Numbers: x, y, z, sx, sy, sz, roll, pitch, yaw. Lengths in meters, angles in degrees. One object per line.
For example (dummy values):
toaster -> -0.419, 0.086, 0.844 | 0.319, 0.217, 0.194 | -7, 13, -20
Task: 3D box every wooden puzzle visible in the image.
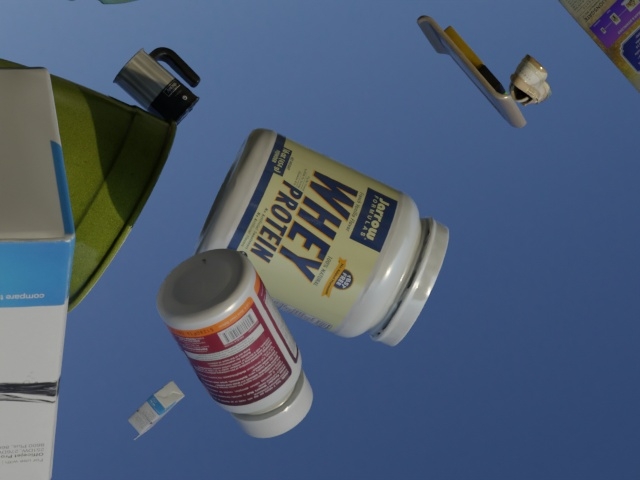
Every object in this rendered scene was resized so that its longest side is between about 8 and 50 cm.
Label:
wooden puzzle -> 0.293, -0.322, 2.664 | 0.044, 0.221, 0.239 | -45, -108, 5

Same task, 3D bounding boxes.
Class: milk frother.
milk frother -> -0.296, -0.257, 2.506 | 0.143, 0.135, 0.129 | -45, -176, 37

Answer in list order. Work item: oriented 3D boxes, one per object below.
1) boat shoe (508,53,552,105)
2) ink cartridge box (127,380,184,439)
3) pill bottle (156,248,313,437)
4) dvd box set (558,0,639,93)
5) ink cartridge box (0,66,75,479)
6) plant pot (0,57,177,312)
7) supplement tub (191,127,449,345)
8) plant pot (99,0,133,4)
boat shoe -> 0.327, -0.247, 2.247 | 0.059, 0.170, 0.063 | -45, -107, 2
ink cartridge box -> -0.226, 0.230, 1.898 | 0.083, 0.028, 0.048 | -45, 173, 34
pill bottle -> -0.094, 0.125, 1.650 | 0.121, 0.221, 0.121 | -16, -142, 13
dvd box set -> 0.580, -0.302, 2.031 | 0.062, 0.420, 0.307 | -31, 167, -48
ink cartridge box -> -0.379, 0.047, 1.561 | 0.166, 0.395, 0.285 | -1, -137, -17
plant pot -> -0.476, -0.124, 2.245 | 0.366, 0.353, 0.366 | -52, -163, 24
supplement tub -> 0.000, 0.000, 2.065 | 0.235, 0.325, 0.235 | -155, -90, -83
plant pot -> -0.300, -0.526, 1.911 | 0.341, 0.334, 0.341 | 9, -141, -8
